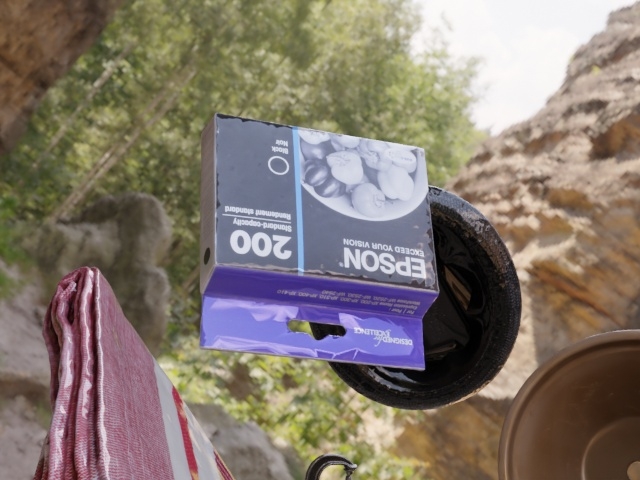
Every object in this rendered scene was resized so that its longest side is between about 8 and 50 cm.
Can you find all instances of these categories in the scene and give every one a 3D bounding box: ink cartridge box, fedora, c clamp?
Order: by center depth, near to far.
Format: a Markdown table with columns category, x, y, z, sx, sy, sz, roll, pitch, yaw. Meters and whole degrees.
| category | x | y | z | sx | sy | sz | roll | pitch | yaw |
| --- | --- | --- | --- | --- | --- | --- | --- | --- | --- |
| ink cartridge box | 0.000 | 0.000 | 0.799 | 0.206 | 0.208 | 0.045 | 7 | -27 | -20 |
| fedora | 0.134 | 0.072 | 1.358 | 0.334 | 0.334 | 0.152 | 41 | 14 | -5 |
| c clamp | 0.023 | 0.417 | 1.488 | 0.137 | 0.161 | 0.022 | 0 | 8 | -32 |

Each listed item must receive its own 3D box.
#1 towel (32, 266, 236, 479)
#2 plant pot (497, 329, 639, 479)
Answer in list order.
| category | x | y | z | sx | sy | sz | roll | pitch | yaw |
| --- | --- | --- | --- | --- | --- | --- | --- | --- | --- |
| towel | -0.036 | 0.183 | 0.447 | 0.329 | 0.037 | 0.237 | 62 | -4 | -20 |
| plant pot | 0.281 | 0.203 | 0.816 | 0.237 | 0.237 | 0.110 | 42 | 2 | 23 |
